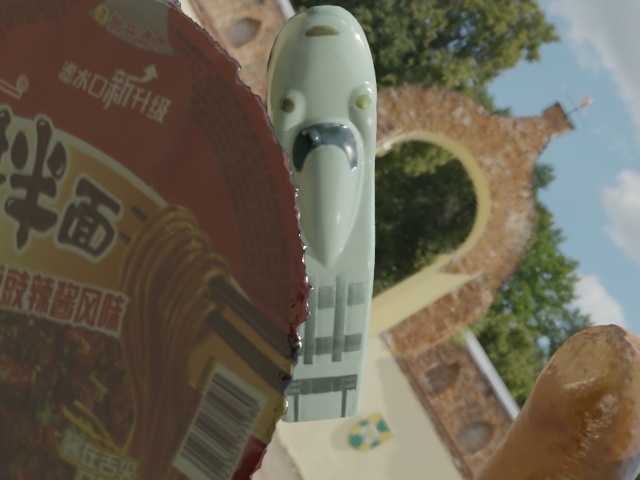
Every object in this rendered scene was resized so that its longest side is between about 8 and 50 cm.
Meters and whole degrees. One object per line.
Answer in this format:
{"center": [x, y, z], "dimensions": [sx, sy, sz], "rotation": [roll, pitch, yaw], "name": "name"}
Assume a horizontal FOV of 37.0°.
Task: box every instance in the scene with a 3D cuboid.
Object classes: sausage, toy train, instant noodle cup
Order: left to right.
{"center": [-0.105, 0.018, 0.453], "dimensions": [0.274, 0.274, 0.090], "rotation": [59, 22, 17], "name": "instant noodle cup"}
{"center": [0.000, 0.000, 0.463], "dimensions": [0.234, 0.052, 0.051], "rotation": [93, -10, -45], "name": "toy train"}
{"center": [0.162, 0.184, 0.712], "dimensions": [0.109, 0.270, 0.109], "rotation": [32, 12, -7], "name": "sausage"}
